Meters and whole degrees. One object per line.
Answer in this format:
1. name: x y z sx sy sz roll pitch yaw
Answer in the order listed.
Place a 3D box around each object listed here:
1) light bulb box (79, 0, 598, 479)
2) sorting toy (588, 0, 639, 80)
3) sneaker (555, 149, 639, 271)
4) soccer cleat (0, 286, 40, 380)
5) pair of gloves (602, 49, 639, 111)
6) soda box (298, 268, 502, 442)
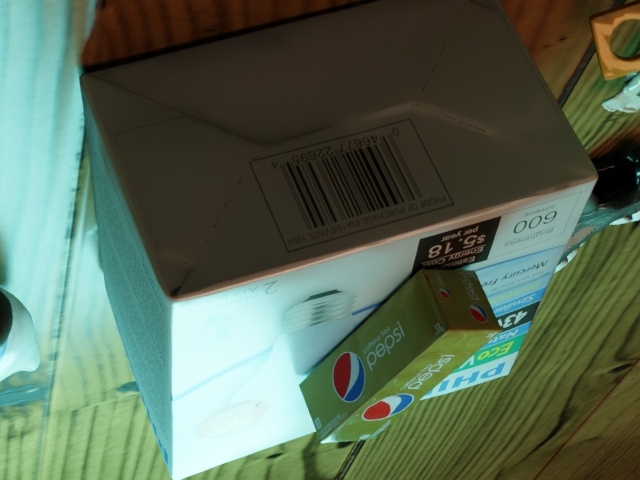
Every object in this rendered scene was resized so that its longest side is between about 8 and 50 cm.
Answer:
1. light bulb box: 0.000 0.000 1.219 0.358 0.225 0.361 -16 152 -14
2. sorting toy: 0.407 -0.218 1.208 0.348 0.047 0.196 -28 116 11
3. sneaker: 0.274 -0.032 1.543 0.234 0.078 0.106 -30 150 6
4. soccer cleat: -0.414 0.147 1.291 0.331 0.116 0.143 -23 153 -1
5. pair of gloves: 0.419 -0.175 1.371 0.240 0.042 0.204 -1 161 -32
6. soda box: 0.061 0.095 1.123 0.061 0.058 0.181 2 144 -39
